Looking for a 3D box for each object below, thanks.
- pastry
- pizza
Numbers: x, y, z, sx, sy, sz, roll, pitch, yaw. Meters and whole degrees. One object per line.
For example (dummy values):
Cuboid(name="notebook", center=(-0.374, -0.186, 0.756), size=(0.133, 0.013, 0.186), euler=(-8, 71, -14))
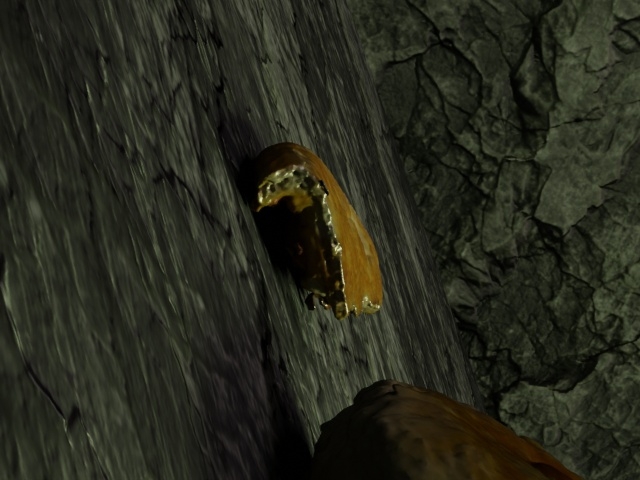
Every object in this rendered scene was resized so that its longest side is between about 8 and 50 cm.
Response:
Cuboid(name="pastry", center=(0.117, 0.205, 1.111), size=(0.329, 0.136, 0.329), euler=(36, 5, -4))
Cuboid(name="pizza", center=(-0.001, -0.005, 1.364), size=(0.271, 0.056, 0.134), euler=(17, 54, -83))
